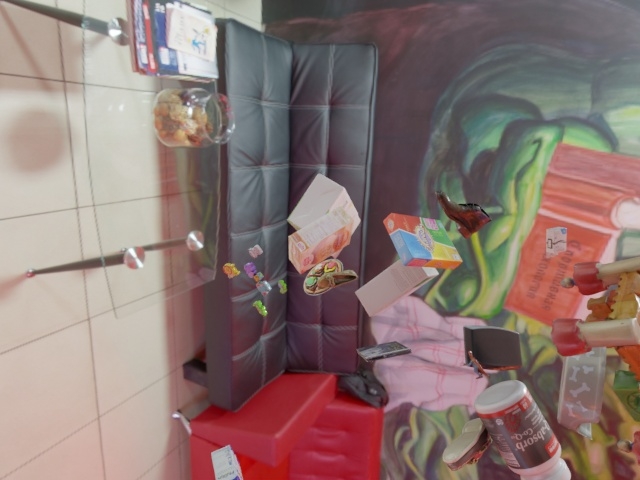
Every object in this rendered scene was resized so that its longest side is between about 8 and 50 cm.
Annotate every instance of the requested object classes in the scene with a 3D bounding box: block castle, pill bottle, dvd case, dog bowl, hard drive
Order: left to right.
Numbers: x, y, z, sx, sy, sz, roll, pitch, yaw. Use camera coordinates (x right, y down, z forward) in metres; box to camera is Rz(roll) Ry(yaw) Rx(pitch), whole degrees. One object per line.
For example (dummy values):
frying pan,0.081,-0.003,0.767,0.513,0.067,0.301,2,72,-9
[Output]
dvd case,0.232,0.413,1.645,0.221,0.165,0.018,134,-54,-83
hard drive,0.682,0.420,1.724,0.054,0.255,0.171,142,-46,-62
pill bottle,0.762,0.737,1.653,0.362,0.210,0.210,60,27,6
dog bowl,0.827,0.439,1.394,0.349,0.102,0.348,-20,113,-59
block castle,0.741,0.283,1.044,0.453,0.213,0.303,51,54,-10

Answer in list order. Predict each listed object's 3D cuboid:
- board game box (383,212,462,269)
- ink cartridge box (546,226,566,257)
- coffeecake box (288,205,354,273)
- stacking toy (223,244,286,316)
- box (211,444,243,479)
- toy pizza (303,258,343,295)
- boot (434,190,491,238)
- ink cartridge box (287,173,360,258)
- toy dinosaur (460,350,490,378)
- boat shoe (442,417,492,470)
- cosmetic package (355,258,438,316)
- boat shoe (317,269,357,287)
board game box,0.452,0.006,1.930,0.317,0.064,0.242,5,51,-35
ink cartridge box,0.659,0.007,1.224,0.048,0.028,0.083,-11,103,-21
coffeecake box,0.000,0.000,1.289,0.186,0.068,0.142,-31,157,-18
stacking toy,-0.225,0.139,1.555,0.221,0.052,0.167,55,37,-7
box,-0.315,0.807,1.511,0.072,0.137,0.126,-20,129,-11
toy pizza,0.007,0.151,1.887,0.032,0.201,0.201,51,49,-31
boot,0.470,-0.108,1.447,0.219,0.106,0.082,44,26,-28
ink cartridge box,0.026,-0.075,1.645,0.207,0.119,0.353,-56,159,-6
toy dinosaur,0.470,0.371,1.316,0.047,0.090,0.082,5,70,-39
boat shoe,0.567,0.787,1.663,0.324,0.117,0.096,-11,75,-52
cosmetic package,0.378,0.213,2.188,0.365,0.155,0.197,-42,160,25
boat shoe,0.064,0.149,1.678,0.048,0.153,0.056,-130,-149,-78
